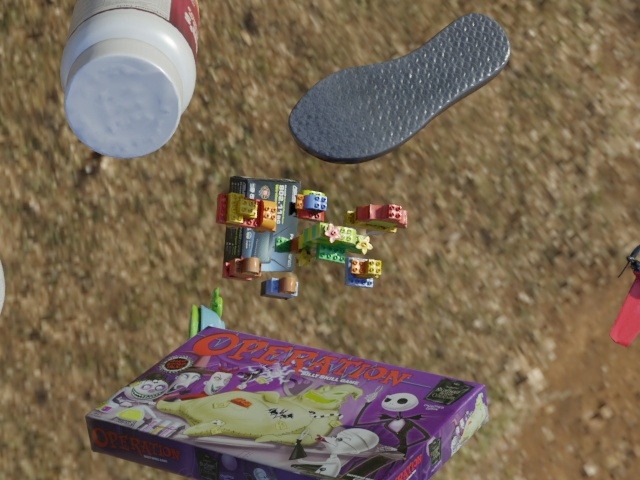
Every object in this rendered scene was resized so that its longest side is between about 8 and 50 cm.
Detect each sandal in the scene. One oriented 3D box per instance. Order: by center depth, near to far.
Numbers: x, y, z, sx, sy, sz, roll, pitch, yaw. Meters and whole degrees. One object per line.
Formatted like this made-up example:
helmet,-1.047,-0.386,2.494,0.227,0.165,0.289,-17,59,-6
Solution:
sandal,0.084,-0.147,1.586,0.254,0.054,0.097,-26,80,-17

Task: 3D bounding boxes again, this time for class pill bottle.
pill bottle,-0.172,-0.168,1.404,0.121,0.221,0.121,-1,121,-2

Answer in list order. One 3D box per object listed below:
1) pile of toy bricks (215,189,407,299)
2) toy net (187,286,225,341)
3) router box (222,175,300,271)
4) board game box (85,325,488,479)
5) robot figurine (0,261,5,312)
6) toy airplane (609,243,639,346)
pile of toy bricks,0.000,0.000,1.644,0.212,0.105,0.118,8,75,-26
toy net,-0.153,0.182,1.944,0.045,0.122,0.232,3,108,-9
router box,-0.075,-0.020,1.982,0.092,0.038,0.123,0,97,-43
board game box,-0.036,0.174,1.518,0.208,0.346,0.056,-31,123,-49
robot figurine,-0.464,0.013,1.645,0.199,0.353,0.300,-11,134,-32
toy airplane,0.362,0.060,1.599,0.151,0.028,0.151,-5,101,-31
